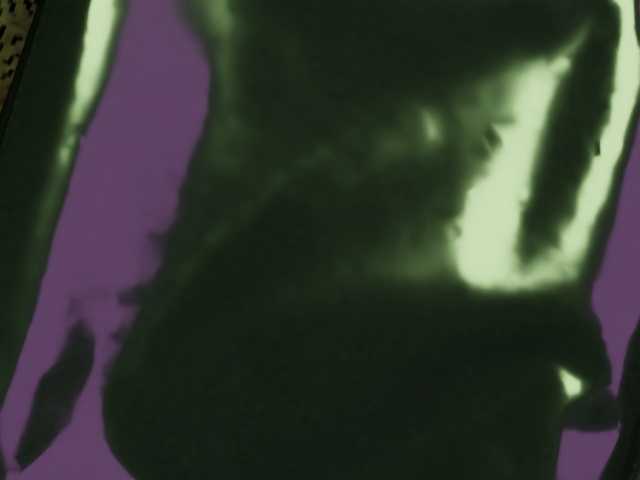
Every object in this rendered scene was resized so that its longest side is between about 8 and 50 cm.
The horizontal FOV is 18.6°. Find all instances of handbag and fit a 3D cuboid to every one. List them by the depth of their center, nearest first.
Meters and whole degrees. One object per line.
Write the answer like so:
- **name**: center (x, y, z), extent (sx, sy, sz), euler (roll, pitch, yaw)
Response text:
- **handbag**: center (0.001, 0.000, 0.704), extent (0.275, 0.178, 0.301), euler (17, 91, -1)
